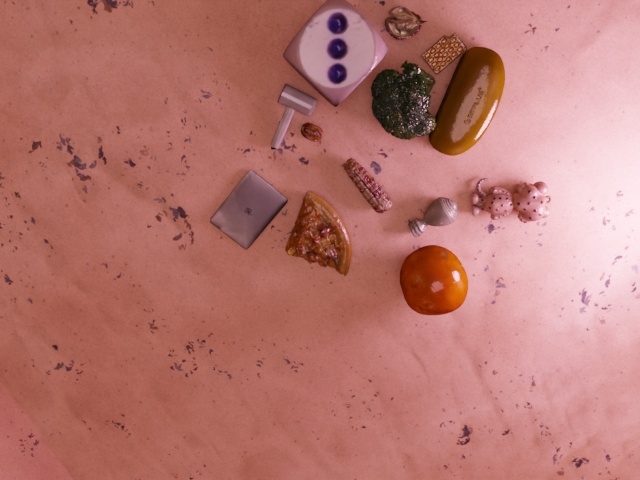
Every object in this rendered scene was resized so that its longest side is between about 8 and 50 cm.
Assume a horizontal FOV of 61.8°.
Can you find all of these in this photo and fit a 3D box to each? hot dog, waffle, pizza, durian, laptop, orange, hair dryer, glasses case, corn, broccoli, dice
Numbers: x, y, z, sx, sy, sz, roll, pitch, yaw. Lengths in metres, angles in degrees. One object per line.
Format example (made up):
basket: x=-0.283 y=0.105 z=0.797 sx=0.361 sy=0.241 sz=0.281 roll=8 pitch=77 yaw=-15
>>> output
hot dog: x=-0.031 y=-0.394 z=1.938 sx=0.083 sy=0.035 sz=0.058 roll=24 pitch=110 yaw=-4
waffle: x=0.427 y=-0.650 z=1.844 sx=0.135 sy=0.021 sz=0.092 roll=-41 pitch=100 yaw=13
pizza: x=0.022 y=-0.026 z=2.024 sx=0.258 sy=0.087 sz=0.268 roll=18 pitch=104 yaw=-5
durian: x=0.290 y=-0.730 z=1.803 sx=0.140 sy=0.071 sz=0.110 roll=6 pitch=102 yaw=15
laptop: x=-0.275 y=-0.114 z=2.044 sx=0.188 sy=0.015 sz=0.269 roll=39 pitch=105 yaw=-8
orange: x=0.417 y=0.145 z=1.959 sx=0.261 sy=0.261 sz=0.260 roll=1 pitch=106 yaw=3
hair dryer: x=-0.116 y=-0.425 z=1.918 sx=0.131 sy=0.073 sz=0.236 roll=26 pitch=109 yaw=-6
glasses case: x=0.512 y=-0.466 z=1.832 sx=0.173 sy=0.141 sz=0.371 roll=20 pitch=107 yaw=-3
corn: x=0.170 y=-0.200 z=1.964 sx=0.079 sy=0.079 sz=0.237 roll=-40 pitch=100 yaw=13
broccoli: x=0.293 y=-0.472 z=1.819 sx=0.269 sy=0.261 sz=0.241 roll=38 pitch=66 yaw=-11
dice: x=0.049 y=-0.618 z=1.765 sx=0.251 sy=0.243 sz=0.259 roll=43 pitch=101 yaw=-9

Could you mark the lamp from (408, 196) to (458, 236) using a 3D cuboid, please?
lamp: x=0.417 y=-0.087 z=1.977 sx=0.193 sy=0.106 sz=0.106 roll=-31 pitch=103 yaw=21

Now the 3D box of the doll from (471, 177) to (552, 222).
doll: x=0.691 y=-0.144 z=1.941 sx=0.278 sy=0.119 sz=0.154 roll=6 pitch=106 yaw=12
